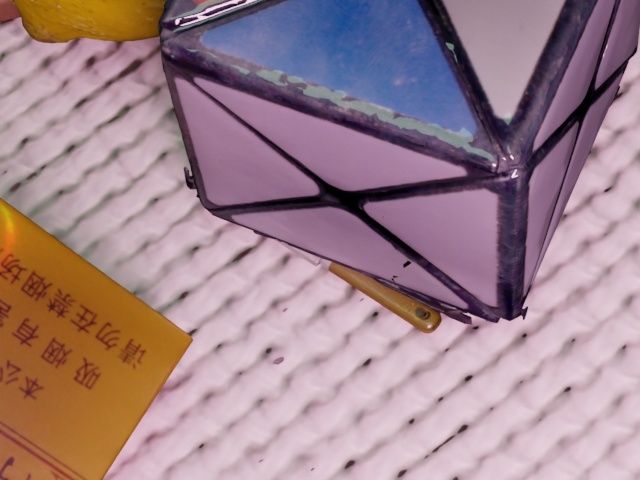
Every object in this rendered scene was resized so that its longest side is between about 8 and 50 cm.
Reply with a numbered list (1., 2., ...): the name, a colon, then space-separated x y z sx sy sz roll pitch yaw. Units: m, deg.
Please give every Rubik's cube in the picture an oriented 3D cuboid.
1. Rubik's cube: 0.072 -0.156 1.569 0.305 0.310 0.307 21 67 14

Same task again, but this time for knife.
1. knife: 0.000 0.001 1.672 0.256 0.022 0.046 33 71 19

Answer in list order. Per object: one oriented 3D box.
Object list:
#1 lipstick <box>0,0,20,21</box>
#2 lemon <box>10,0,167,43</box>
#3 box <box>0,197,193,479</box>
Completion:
1. lipstick: -0.281 -0.224 1.764 0.145 0.045 0.045 -14 68 -2
2. lemon: -0.160 -0.299 1.632 0.258 0.258 0.310 41 107 17
3. box: -0.318 0.175 1.519 0.264 0.116 0.415 38 69 -11
